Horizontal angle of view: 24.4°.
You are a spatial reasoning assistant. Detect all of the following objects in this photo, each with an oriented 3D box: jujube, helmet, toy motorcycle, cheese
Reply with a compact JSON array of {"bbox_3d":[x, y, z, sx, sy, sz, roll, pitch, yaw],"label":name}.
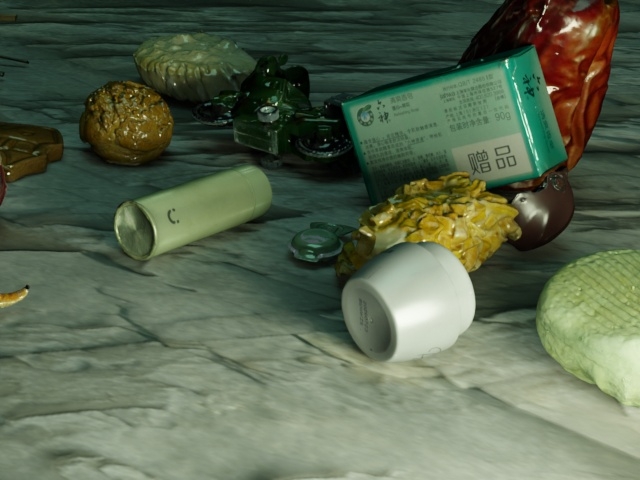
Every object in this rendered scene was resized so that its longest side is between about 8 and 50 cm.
[{"bbox_3d":[0.280,-0.217,1.923,0.216,0.342,0.216,7,45,-7],"label":"jujube"},{"bbox_3d":[0.264,-0.032,1.774,0.123,0.070,0.098,-30,-5,-30],"label":"helmet"},{"bbox_3d":[-0.031,-0.173,2.060,0.275,0.124,0.187,20,37,33],"label":"toy motorcycle"},{"bbox_3d":[0.000,0.000,1.740,0.067,0.026,0.120,10,22,15],"label":"cheese"}]

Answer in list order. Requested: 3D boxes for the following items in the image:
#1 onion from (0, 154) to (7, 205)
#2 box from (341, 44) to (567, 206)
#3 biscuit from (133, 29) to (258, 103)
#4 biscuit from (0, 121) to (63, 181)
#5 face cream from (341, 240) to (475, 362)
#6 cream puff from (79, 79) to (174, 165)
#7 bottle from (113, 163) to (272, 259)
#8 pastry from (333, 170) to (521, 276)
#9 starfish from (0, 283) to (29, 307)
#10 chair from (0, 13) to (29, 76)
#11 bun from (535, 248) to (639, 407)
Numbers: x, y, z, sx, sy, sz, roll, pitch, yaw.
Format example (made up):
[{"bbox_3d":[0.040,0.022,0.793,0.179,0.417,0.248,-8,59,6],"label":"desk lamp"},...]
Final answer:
[{"bbox_3d":[-0.463,-0.068,1.706,0.195,0.159,0.159,-25,25,-3],"label":"onion"},{"bbox_3d":[0.164,-0.137,1.831,0.245,0.153,0.092,-10,12,35],"label":"box"},{"bbox_3d":[-0.198,-0.274,2.329,0.179,0.084,0.281,-11,26,-32],"label":"biscuit"},{"bbox_3d":[-0.445,-0.121,1.979,0.182,0.034,0.215,6,22,9],"label":"biscuit"},{"bbox_3d":[0.088,0.062,1.475,0.104,0.117,0.117,-24,32,-31],"label":"face cream"},{"bbox_3d":[-0.265,-0.166,2.022,0.126,0.103,0.144,-5,29,-22],"label":"cream puff"},{"bbox_3d":[-0.148,-0.036,1.752,0.072,0.072,0.201,19,27,36],"label":"bottle"},{"bbox_3d":[0.109,-0.005,1.663,0.154,0.102,0.250,17,26,35],"label":"pastry"},{"bbox_3d":[-0.507,0.021,1.547,0.302,0.084,0.293,-18,31,-34],"label":"starfish"},{"bbox_3d":[-0.592,-0.322,2.406,0.222,0.104,0.095,11,-11,8],"label":"chair"},{"bbox_3d":[0.318,0.092,1.446,0.221,0.108,0.221,-3,27,2],"label":"bun"}]
